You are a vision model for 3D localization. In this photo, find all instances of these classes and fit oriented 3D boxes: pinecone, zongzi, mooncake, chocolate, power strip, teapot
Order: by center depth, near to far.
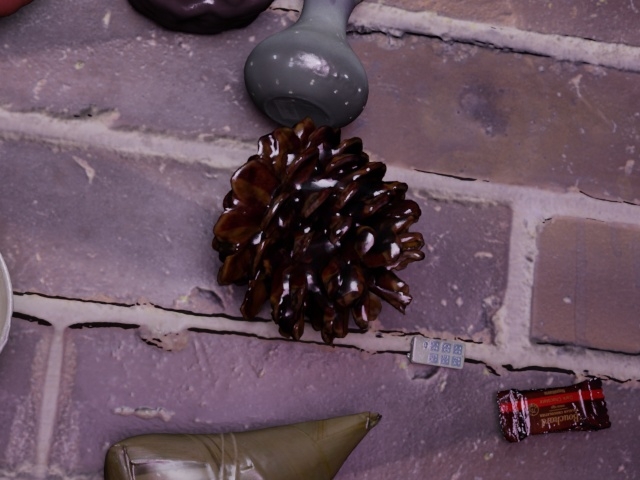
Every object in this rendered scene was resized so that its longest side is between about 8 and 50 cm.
[{"bbox_3d":[-0.087,0.461,1.506,0.418,0.181,0.447,-8,87,-14],"label":"zongzi"},{"bbox_3d":[0.003,0.002,1.544,0.296,0.242,0.298,31,92,-1],"label":"pinecone"},{"bbox_3d":[-0.170,-0.440,1.617,0.283,0.141,0.283,2,80,-11],"label":"mooncake"},{"bbox_3d":[-0.004,-0.289,1.626,0.183,0.183,0.250,18,67,-10],"label":"teapot"},{"bbox_3d":[0.174,0.167,1.675,0.090,0.016,0.040,9,82,-11],"label":"power strip"},{"bbox_3d":[0.352,0.256,1.698,0.182,0.028,0.086,-8,77,-14],"label":"chocolate"}]

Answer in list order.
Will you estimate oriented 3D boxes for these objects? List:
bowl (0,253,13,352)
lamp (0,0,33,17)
[{"bbox_3d":[-0.539,0.088,1.466,0.277,0.145,0.277,2,82,-14],"label":"bowl"},{"bbox_3d":[-0.451,-0.374,1.543,0.182,0.140,0.182,-10,46,10],"label":"lamp"}]
